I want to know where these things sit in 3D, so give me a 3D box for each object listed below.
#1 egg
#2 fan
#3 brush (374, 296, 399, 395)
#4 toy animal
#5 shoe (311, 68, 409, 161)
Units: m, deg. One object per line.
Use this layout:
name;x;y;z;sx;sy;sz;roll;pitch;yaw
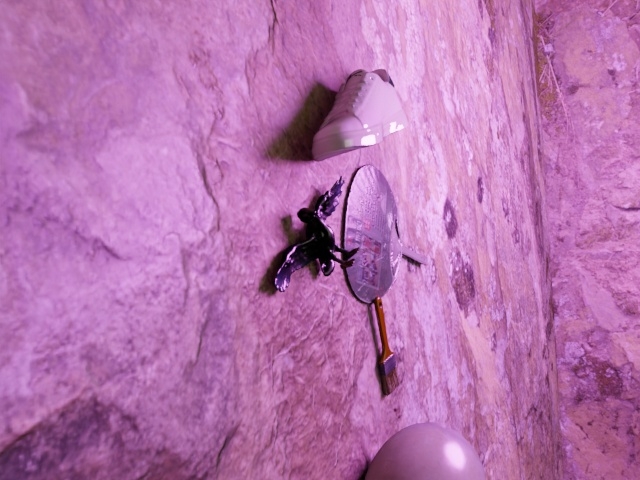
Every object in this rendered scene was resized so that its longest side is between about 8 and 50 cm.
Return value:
egg;0.147;0.390;0.887;0.217;0.183;0.183;-41;121;-43
fan;0.106;0.023;1.009;0.294;0.012;0.223;57;43;-36
brush;0.105;0.173;0.988;0.043;0.014;0.170;-27;111;-52
toy animal;0.000;0.000;0.815;0.108;0.062;0.220;46;49;-22
shoe;0.049;-0.190;0.876;0.265;0.095;0.110;-34;110;-59
